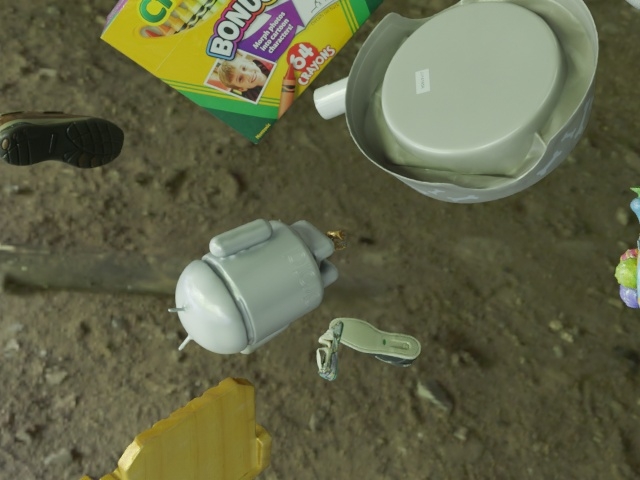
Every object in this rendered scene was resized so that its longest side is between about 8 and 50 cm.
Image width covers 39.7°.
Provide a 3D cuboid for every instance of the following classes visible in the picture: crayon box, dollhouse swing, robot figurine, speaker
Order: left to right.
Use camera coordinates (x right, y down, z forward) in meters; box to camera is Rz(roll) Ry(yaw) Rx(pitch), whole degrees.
[{"bbox_3d":[-0.310,0.397,1.766,0.346,0.305,0.315,-30,34,-31],"label":"dollhouse swing"},{"bbox_3d":[-0.116,-0.382,1.416,0.313,0.363,0.106,32,26,-26],"label":"crayon box"},{"bbox_3d":[-0.136,0.091,1.746,0.353,0.300,0.199,-29,39,-22],"label":"robot figurine"},{"bbox_3d":[0.058,-0.242,1.427,0.136,0.055,0.055,-18,17,29],"label":"speaker"}]

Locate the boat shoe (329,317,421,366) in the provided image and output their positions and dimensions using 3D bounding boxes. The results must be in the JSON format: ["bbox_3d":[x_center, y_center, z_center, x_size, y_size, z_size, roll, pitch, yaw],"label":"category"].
[{"bbox_3d":[0.128,0.258,2.202,0.233,0.079,0.084,17,57,-4],"label":"boat shoe"}]

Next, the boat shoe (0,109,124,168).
[{"bbox_3d":[-0.583,-0.236,1.943,0.120,0.123,0.324,34,22,32],"label":"boat shoe"}]

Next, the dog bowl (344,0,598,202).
[{"bbox_3d":[0.211,-0.207,1.220,0.349,0.349,0.102,41,-3,38],"label":"dog bowl"}]

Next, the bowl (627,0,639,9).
[{"bbox_3d":[0.492,-0.434,1.335,0.142,0.142,0.053,47,30,8],"label":"bowl"}]

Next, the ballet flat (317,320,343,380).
[{"bbox_3d":[0.015,0.185,1.529,0.041,0.041,0.114,12,57,-3],"label":"ballet flat"}]

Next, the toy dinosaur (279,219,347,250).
[{"bbox_3d":[0.000,0.000,2.327,0.211,0.064,0.112,24,-22,-39],"label":"toy dinosaur"}]

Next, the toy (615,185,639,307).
[{"bbox_3d":[0.476,0.033,1.330,0.056,0.238,0.137,5,10,29],"label":"toy"}]
